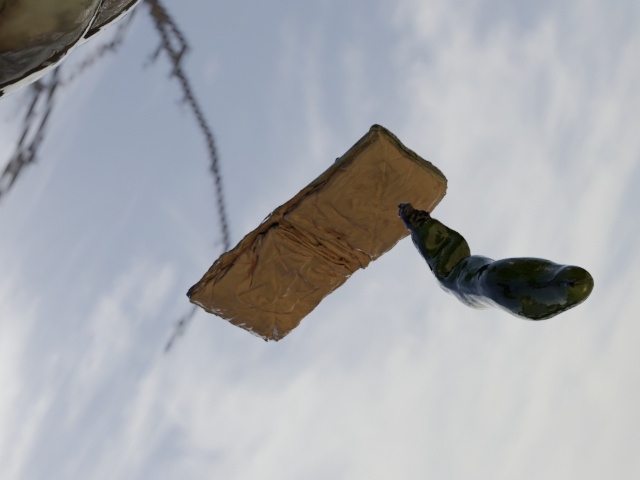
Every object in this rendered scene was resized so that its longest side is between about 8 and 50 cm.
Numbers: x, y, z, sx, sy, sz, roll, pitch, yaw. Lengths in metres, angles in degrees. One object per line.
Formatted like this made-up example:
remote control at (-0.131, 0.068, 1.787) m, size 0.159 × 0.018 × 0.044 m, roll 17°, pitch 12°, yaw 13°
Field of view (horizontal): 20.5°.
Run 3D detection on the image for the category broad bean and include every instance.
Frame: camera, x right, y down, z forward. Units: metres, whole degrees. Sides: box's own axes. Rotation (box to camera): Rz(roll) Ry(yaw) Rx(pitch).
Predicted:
broad bean at (0.115, 0.024, 1.179) m, size 0.046 × 0.195 × 0.061 m, roll -38°, pitch -57°, yaw -17°

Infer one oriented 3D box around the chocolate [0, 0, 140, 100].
chocolate at (-0.186, -0.240, 1.028) m, size 0.213 × 0.303 × 0.303 m, roll -20°, pitch -23°, yaw 5°

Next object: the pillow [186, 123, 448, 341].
pillow at (0.000, 0.000, 1.545) m, size 0.232 × 0.043 × 0.126 m, roll -41°, pitch -46°, yaw 15°
